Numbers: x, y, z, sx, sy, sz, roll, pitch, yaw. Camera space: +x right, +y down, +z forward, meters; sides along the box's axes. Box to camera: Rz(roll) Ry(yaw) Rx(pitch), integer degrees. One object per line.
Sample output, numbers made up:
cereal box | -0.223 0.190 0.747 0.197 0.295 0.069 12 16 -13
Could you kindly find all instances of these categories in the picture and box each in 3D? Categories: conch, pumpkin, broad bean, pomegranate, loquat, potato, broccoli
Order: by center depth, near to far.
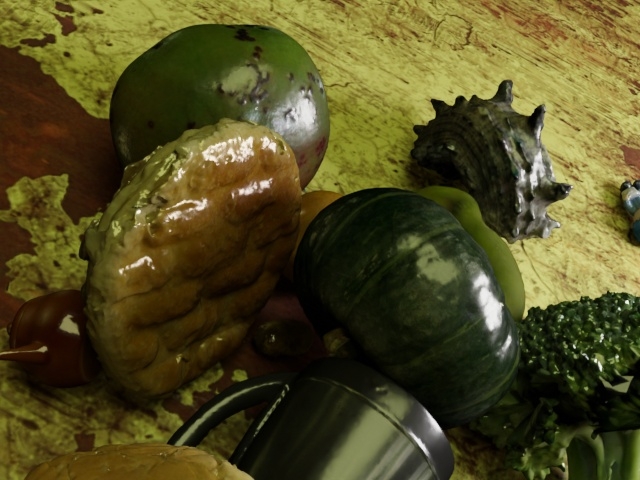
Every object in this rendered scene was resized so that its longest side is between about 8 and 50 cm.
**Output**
pumpkin | 0.094 0.083 1.161 0.207 0.300 0.300 -39 75 -16
potato | -0.047 0.124 1.283 0.083 0.040 0.051 -4 61 -29
broccoli | 0.370 0.192 1.290 0.338 0.277 0.317 41 72 -43
pomegranate | -0.132 -0.181 1.330 0.291 0.291 0.323 11 49 -19
loquat | 0.000 0.000 1.343 0.141 0.141 0.141 15 48 -17
broad bean | 0.175 0.044 1.410 0.238 0.119 0.291 14 49 -15
conch | 0.273 -0.118 1.553 0.186 0.240 0.313 -43 50 -9

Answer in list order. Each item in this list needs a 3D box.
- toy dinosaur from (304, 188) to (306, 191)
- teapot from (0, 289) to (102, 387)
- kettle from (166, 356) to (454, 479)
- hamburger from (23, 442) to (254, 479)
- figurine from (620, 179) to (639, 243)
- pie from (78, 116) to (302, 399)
toy dinosaur | -0.053 -0.077 1.462 0.062 0.021 0.083 -23 67 -25
teapot | -0.299 0.106 1.131 0.116 0.116 0.173 35 19 2
kettle | -0.026 0.270 1.065 0.251 0.207 0.271 48 60 -10
hamburger | -0.161 0.315 0.914 0.283 0.144 0.259 -6 66 3
figurine | 0.556 -0.041 1.731 0.077 0.079 0.136 -7 32 -6
pie | -0.139 0.016 1.133 0.083 0.339 0.339 28 40 30
